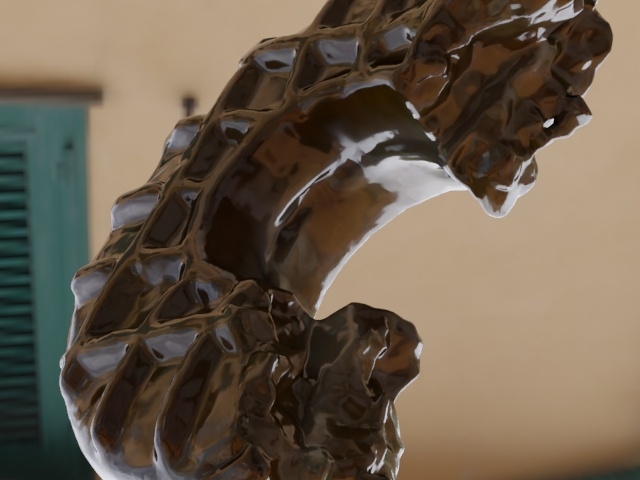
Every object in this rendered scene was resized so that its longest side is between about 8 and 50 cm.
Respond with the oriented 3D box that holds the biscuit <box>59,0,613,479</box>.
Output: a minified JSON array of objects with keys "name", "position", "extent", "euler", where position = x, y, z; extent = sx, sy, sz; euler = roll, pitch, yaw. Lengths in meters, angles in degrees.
[{"name":"biscuit","position":[-0.007,-0.006,1.014],"extent":[0.268,0.115,0.366],"euler":[-4,-133,49]}]
